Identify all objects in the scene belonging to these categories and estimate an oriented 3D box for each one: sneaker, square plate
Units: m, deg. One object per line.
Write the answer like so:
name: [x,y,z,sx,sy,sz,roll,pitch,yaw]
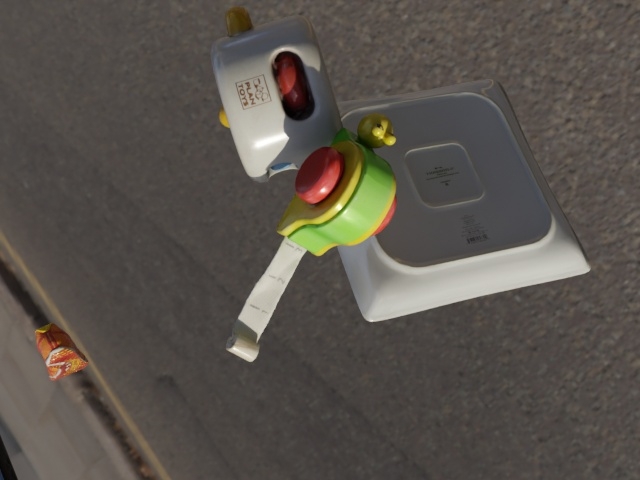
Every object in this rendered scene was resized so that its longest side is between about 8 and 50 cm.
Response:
sneaker: [-0.394,0.167,1.478,0.067,0.064,0.175,61,160,16]
square plate: [0.168,-0.080,1.351,0.049,0.347,0.344,110,144,-58]

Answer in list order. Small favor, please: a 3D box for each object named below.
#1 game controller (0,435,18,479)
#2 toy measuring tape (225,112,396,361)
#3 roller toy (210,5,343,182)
game controller: [-0.389,0.304,1.105,0.166,0.067,0.319,58,-173,-83]
toy measuring tape: [0.000,0.000,1.118,0.121,0.330,0.121,29,177,2]
roller toy: [-0.059,-0.178,1.231,0.191,0.146,0.209,-106,0,-47]
